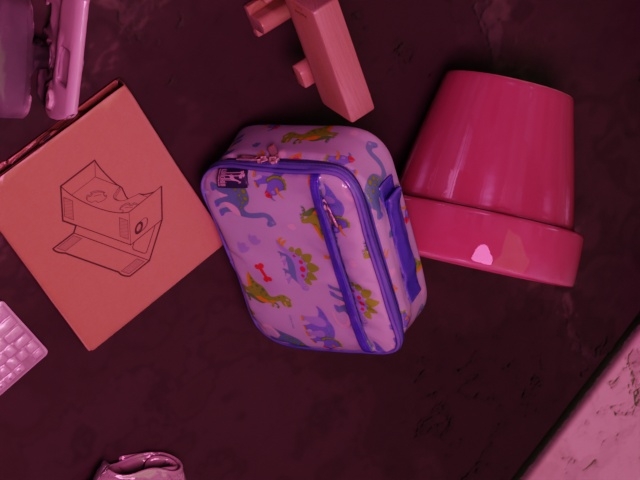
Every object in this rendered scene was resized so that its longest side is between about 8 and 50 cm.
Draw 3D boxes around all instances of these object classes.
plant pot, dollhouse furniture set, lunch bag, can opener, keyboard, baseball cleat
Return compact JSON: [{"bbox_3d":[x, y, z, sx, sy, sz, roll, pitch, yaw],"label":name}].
[{"bbox_3d":[0.163,-0.062,1.551,0.201,0.201,0.180,13,89,-36],"label":"plant pot"},{"bbox_3d":[0.017,-0.214,1.397,0.123,0.151,0.144,-33,128,-15],"label":"dollhouse furniture set"},{"bbox_3d":[0.000,0.000,1.467,0.090,0.176,0.219,-53,138,-43],"label":"lunch bag"},{"bbox_3d":[-0.218,-0.231,1.286,0.095,0.076,0.284,-5,113,-32],"label":"can opener"},{"bbox_3d":[-0.359,0.160,1.423,0.256,0.014,0.072,-42,128,-9],"label":"keyboard"},{"bbox_3d":[-0.142,0.273,1.580,0.206,0.072,0.109,29,95,-39],"label":"baseball cleat"}]

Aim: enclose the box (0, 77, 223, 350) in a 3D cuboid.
[{"bbox_3d":[-0.193,-0.021,1.438,0.164,0.021,0.201,-39,127,-11],"label":"box"}]
